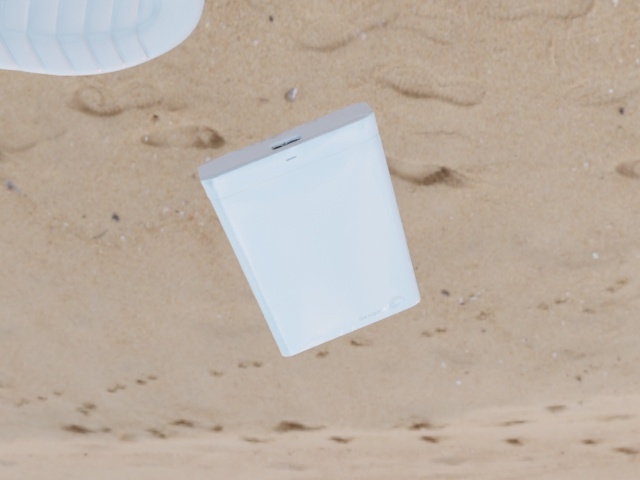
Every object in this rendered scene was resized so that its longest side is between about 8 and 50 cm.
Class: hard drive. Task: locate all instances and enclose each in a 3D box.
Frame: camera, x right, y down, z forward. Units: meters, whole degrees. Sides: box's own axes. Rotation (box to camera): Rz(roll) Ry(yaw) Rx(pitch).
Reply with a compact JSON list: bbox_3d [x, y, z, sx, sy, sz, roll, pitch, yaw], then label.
[{"bbox_3d":[0.000,0.000,0.915,0.203,0.040,0.307,-22,130,-3],"label":"hard drive"}]

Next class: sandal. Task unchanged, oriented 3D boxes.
[{"bbox_3d":[-0.308,-0.231,0.643,0.416,0.102,0.169,-10,130,-24],"label":"sandal"}]
